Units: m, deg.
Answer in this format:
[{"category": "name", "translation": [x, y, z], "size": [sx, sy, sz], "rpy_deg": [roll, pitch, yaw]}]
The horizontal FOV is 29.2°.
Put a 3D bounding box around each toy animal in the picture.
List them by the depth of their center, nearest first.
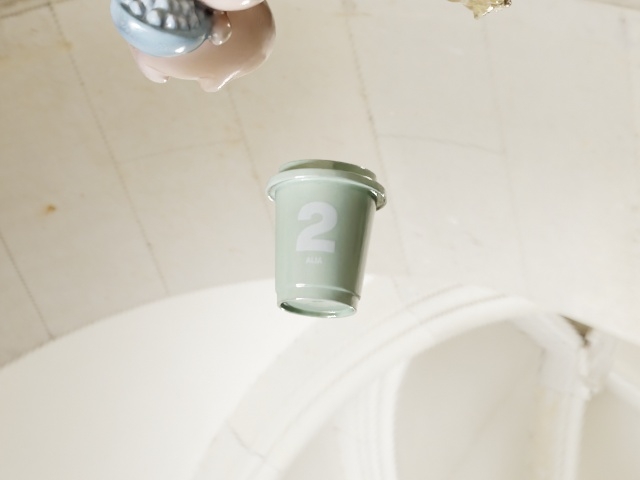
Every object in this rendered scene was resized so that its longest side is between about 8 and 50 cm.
[{"category": "toy animal", "translation": [-0.126, -0.284, 1.317], "size": [0.221, 0.210, 0.229], "rpy_deg": [50, -122, -77]}]

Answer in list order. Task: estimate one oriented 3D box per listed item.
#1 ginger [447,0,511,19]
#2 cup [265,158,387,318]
[{"category": "ginger", "translation": [0.159, -0.375, 1.574], "size": [0.123, 0.270, 0.218], "rpy_deg": [-37, -85, -8]}, {"category": "cup", "translation": [0.000, 0.000, 1.183], "size": [0.120, 0.120, 0.141], "rpy_deg": [24, -112, -50]}]
